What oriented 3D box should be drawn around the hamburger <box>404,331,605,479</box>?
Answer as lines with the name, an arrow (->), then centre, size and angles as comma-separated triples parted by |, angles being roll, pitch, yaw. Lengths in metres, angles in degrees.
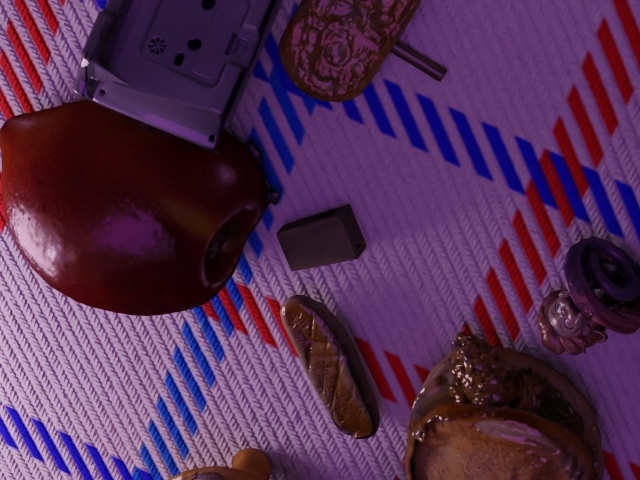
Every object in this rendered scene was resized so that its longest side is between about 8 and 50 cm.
hamburger -> 0.216, 0.251, 1.816 | 0.243, 0.146, 0.286 | -22, 111, 31

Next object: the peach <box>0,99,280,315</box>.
peach -> -0.254, -0.045, 1.799 | 0.361, 0.201, 0.258 | 24, 118, 7

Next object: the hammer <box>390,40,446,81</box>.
hammer -> 0.063, -0.234, 1.723 | 0.182, 0.017, 0.062 | 33, 118, 1

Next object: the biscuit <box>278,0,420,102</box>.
biscuit -> 0.044, -0.268, 1.688 | 0.118, 0.029, 0.247 | 32, 110, -2

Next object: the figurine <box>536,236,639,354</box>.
figurine -> 0.318, 0.073, 1.736 | 0.126, 0.114, 0.157 | 54, 153, 25

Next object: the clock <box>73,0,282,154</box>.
clock -> -0.154, -0.245, 1.699 | 0.186, 0.083, 0.253 | 22, 90, 6

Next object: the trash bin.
trash bin -> 0.000, 0.000, 1.828 | 0.092, 0.043, 0.061 | -15, 107, 24

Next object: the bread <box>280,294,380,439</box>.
bread -> 0.018, 0.154, 1.884 | 0.073, 0.053, 0.214 | -18, 109, 27

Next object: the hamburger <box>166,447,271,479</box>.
hamburger -> -0.124, 0.409, 1.942 | 0.276, 0.237, 0.276 | 12, 122, 20
